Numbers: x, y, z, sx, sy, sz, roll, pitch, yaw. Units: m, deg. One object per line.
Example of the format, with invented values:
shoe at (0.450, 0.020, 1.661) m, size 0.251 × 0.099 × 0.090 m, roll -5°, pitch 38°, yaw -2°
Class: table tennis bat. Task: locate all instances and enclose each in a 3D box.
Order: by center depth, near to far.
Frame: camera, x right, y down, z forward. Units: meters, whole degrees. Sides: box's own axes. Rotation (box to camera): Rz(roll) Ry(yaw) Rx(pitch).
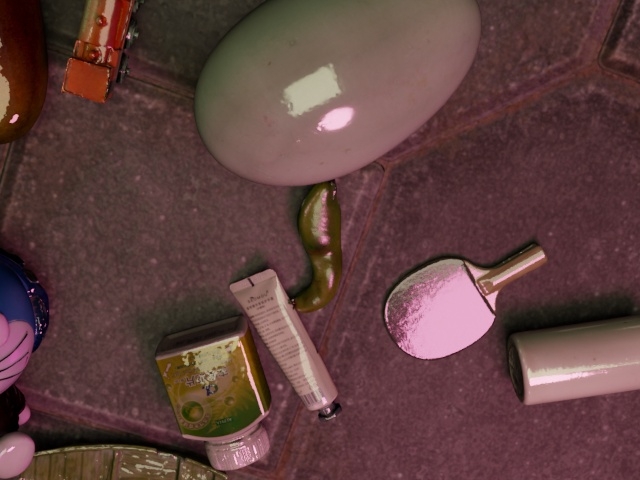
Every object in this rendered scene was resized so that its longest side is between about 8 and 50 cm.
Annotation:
table tennis bat at (0.206, 0.076, 1.233) m, size 0.246 × 0.022 × 0.138 m, roll -31°, pitch 102°, yaw 6°

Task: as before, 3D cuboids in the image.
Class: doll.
doll at (-0.483, 0.145, 1.114) m, size 0.284 × 0.240 × 0.310 m, roll -15°, pitch 125°, yaw -40°

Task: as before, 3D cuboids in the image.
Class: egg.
egg at (0.024, -0.202, 1.054) m, size 0.371 × 0.230 × 0.230 m, roll -27°, pitch 103°, yaw -2°

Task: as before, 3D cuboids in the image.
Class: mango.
mango at (-0.410, -0.254, 1.080) m, size 0.133 × 0.111 × 0.268 m, roll -7°, pitch 102°, yaw -17°

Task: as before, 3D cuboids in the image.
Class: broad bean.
broad bean at (0.000, 0.000, 1.191) m, size 0.070 × 0.048 × 0.214 m, roll 7°, pitch 106°, yaw -3°

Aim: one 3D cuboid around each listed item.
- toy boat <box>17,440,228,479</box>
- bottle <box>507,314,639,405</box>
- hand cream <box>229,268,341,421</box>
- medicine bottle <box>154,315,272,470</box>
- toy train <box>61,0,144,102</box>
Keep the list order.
toy boat at (-0.278, 0.332, 1.251) m, size 0.293 × 0.055 × 0.093 m, roll 8°, pitch 103°, yaw -5°
bottle at (0.392, 0.163, 1.220) m, size 0.245 × 0.104 × 0.104 m, roll -9°, pitch 103°, yaw 0°
hand cream at (-0.042, 0.149, 1.225) m, size 0.080 × 0.050 × 0.234 m, roll -24°, pitch 102°, yaw 28°
medicine bottle at (-0.138, 0.214, 1.213) m, size 0.132 × 0.088 × 0.188 m, roll -16°, pitch 103°, yaw 1°
toy train at (-0.266, -0.261, 1.083) m, size 0.074 × 0.118 × 0.176 m, roll 16°, pitch 104°, yaw -9°
